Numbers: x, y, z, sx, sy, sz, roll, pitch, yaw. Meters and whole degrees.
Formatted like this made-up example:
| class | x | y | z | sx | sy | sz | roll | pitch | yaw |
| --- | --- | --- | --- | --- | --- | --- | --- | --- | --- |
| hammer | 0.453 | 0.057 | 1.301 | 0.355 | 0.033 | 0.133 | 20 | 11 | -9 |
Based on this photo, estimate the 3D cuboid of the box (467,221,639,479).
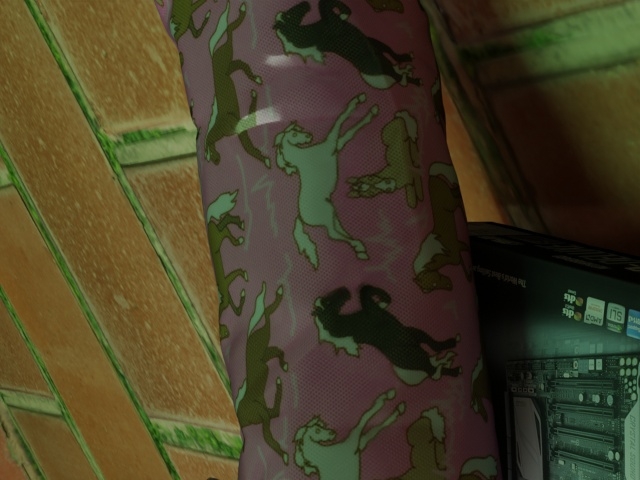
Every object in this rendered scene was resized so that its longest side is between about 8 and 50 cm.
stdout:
| class | x | y | z | sx | sy | sz | roll | pitch | yaw |
| --- | --- | --- | --- | --- | --- | --- | --- | --- | --- |
| box | 0.140 | 0.126 | 0.974 | 0.307 | 0.077 | 0.242 | 18 | 107 | 62 |

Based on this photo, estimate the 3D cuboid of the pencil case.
| class | x | y | z | sx | sy | sz | roll | pitch | yaw |
| --- | --- | --- | --- | --- | --- | --- | --- | --- | --- |
| pencil case | 0.000 | 0.000 | 0.991 | 0.160 | 0.167 | 0.386 | 69 | -166 | -78 |
